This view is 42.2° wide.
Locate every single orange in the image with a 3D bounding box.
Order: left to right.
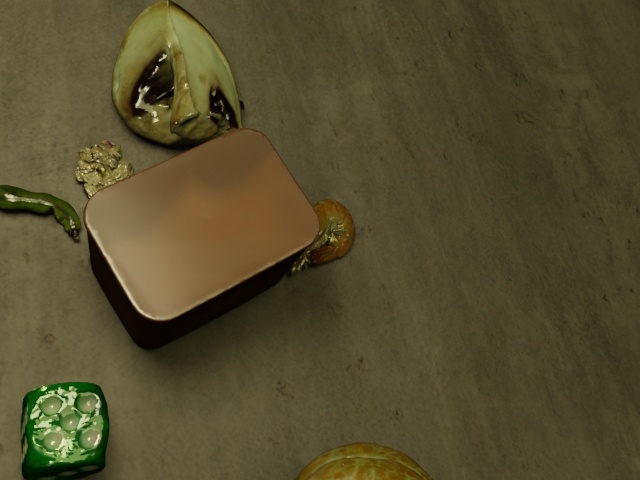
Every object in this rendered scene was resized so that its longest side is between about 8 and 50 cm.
[{"bbox_3d":[0.046,0.468,1.260,0.249,0.329,0.329,24,56,-2],"label":"orange"}]

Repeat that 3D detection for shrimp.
[{"bbox_3d":[0.001,0.000,1.658,0.115,0.051,0.217,41,52,-3],"label":"shrimp"}]

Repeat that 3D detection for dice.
[{"bbox_3d":[-0.393,0.293,1.264,0.120,0.128,0.131,0,65,-24],"label":"dice"}]

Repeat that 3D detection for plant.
[{"bbox_3d":[-0.392,-0.131,1.540,0.122,0.104,0.117,-65,141,-65],"label":"plant"}]

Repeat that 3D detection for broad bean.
[{"bbox_3d":[-0.506,-0.063,1.452,0.195,0.046,0.061,24,54,-14],"label":"broad bean"}]

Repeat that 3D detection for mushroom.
[{"bbox_3d":[-0.275,-0.284,1.642,0.292,0.212,0.217,63,13,26],"label":"mushroom"}]

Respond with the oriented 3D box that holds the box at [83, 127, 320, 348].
[{"bbox_3d":[-0.211,0.006,1.415,0.339,0.229,0.239,-28,78,-24],"label":"box"}]
